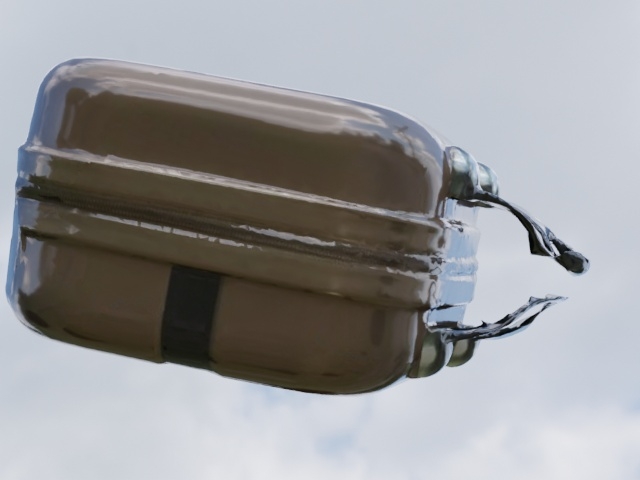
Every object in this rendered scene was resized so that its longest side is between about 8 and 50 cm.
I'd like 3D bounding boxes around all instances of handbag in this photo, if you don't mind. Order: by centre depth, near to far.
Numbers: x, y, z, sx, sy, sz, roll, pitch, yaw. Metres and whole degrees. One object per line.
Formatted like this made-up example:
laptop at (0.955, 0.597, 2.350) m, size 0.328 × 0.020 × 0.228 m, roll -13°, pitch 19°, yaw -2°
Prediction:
handbag at (0.000, 0.000, 0.928) m, size 0.283 × 0.149 × 0.302 m, roll 8°, pitch -2°, yaw 10°
